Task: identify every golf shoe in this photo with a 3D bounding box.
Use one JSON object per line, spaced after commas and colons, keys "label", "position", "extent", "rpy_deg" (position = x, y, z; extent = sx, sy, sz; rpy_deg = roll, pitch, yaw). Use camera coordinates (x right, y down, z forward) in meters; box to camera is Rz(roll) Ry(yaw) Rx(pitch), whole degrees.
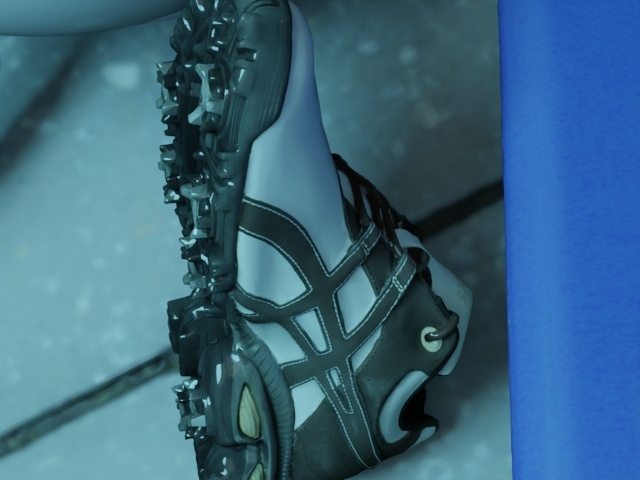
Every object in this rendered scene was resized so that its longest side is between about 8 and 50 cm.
{"label": "golf shoe", "position": [0.000, 0.000, 0.521], "extent": [0.094, 0.198, 0.077], "rpy_deg": [-8, 47, -9]}

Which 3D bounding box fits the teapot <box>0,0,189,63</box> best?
{"label": "teapot", "position": [-0.071, -0.153, 0.531], "extent": [0.256, 0.187, 0.253], "rpy_deg": [-9, 62, 15]}

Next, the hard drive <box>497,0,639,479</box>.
{"label": "hard drive", "position": [0.155, 0.015, 0.459], "extent": [0.210, 0.040, 0.319], "rpy_deg": [-4, 47, 8]}
